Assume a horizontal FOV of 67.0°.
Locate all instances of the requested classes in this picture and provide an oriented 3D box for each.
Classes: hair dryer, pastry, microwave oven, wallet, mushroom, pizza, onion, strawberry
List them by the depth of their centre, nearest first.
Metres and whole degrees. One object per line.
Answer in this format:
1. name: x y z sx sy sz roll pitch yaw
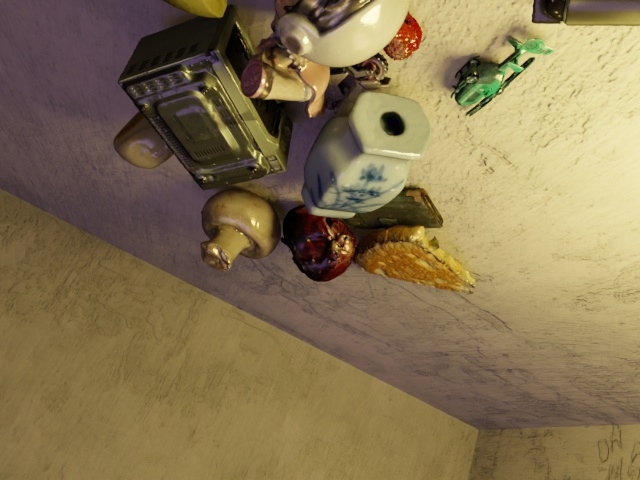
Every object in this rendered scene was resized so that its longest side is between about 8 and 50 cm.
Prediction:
1. hair dryer: 0.419 -0.431 0.688 0.196 0.077 0.248 12 140 24
2. strawberry: 0.153 -0.396 0.931 0.083 0.083 0.096 13 141 21
3. microwave oven: -0.255 -0.314 1.163 0.287 0.218 0.354 -11 140 17
4. pastry: -0.464 -0.315 1.382 0.265 0.264 0.133 -10 134 47
5. wallet: 0.195 -0.092 1.455 0.317 0.044 0.169 1 146 38
6. pizza: 0.281 0.045 1.550 0.436 0.080 0.392 10 160 20
7. onion: -0.008 0.000 1.605 0.281 0.221 0.280 46 161 21
8. mushroom: -0.296 -0.022 1.698 0.298 0.289 0.297 18 150 11

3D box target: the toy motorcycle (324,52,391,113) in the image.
1. toy motorcycle: 0.058 -0.350 1.081 0.216 0.080 0.122 2 143 35

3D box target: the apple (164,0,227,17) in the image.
1. apple: -0.161 -0.469 0.684 0.292 0.291 0.254 18 165 12

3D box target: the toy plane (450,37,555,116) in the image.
1. toy plane: 0.333 -0.318 0.943 0.096 0.060 0.235 23 156 -14

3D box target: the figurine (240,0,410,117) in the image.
1. figurine: 0.015 -0.400 0.870 0.211 0.252 0.361 18 150 -24

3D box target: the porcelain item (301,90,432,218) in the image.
1. porcelain item: 0.088 -0.181 1.184 0.243 0.178 0.405 5 160 -18
